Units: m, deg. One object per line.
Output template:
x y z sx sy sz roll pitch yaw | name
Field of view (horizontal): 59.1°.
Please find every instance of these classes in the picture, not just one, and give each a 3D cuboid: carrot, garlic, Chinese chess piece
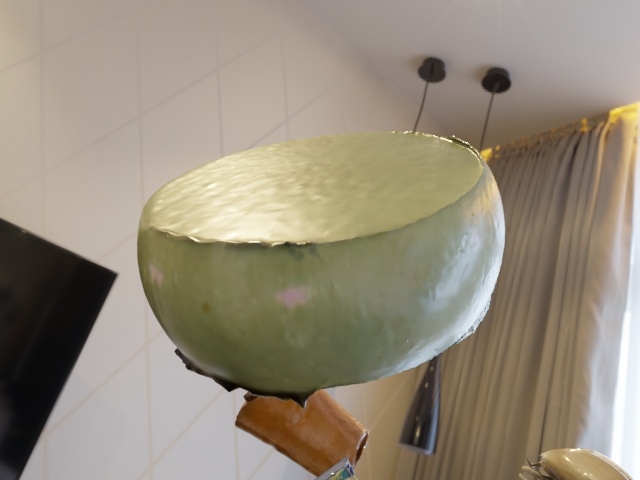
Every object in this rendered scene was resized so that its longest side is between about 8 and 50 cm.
-0.026 0.366 1.157 0.254 0.196 0.196 32 -21 9 | carrot
0.494 0.498 1.009 0.237 0.210 0.292 42 -14 -12 | garlic
0.000 0.000 0.561 0.349 0.349 0.147 5 -63 29 | Chinese chess piece

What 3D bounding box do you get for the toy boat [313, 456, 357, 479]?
-0.058 0.378 0.619 0.088 0.295 0.129 33 -28 58 | toy boat
